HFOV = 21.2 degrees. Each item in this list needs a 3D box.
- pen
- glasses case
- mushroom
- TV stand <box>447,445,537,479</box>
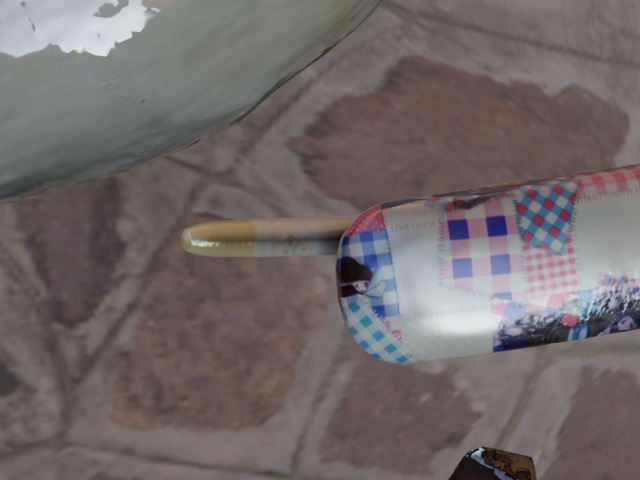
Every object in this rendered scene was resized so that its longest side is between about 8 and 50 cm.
[{"bbox_3d":[0.000,0.000,1.321,0.233,0.032,0.040,-2,123,-27],"label":"pen"},{"bbox_3d":[0.173,0.014,1.308,0.327,0.076,0.125,-9,101,-9],"label":"glasses case"},{"bbox_3d":[-0.103,-0.070,0.529,0.397,0.177,0.126,-24,94,10],"label":"mushroom"},{"bbox_3d":[0.087,0.202,0.736,0.040,0.256,0.049,14,130,-16],"label":"TV stand"}]
